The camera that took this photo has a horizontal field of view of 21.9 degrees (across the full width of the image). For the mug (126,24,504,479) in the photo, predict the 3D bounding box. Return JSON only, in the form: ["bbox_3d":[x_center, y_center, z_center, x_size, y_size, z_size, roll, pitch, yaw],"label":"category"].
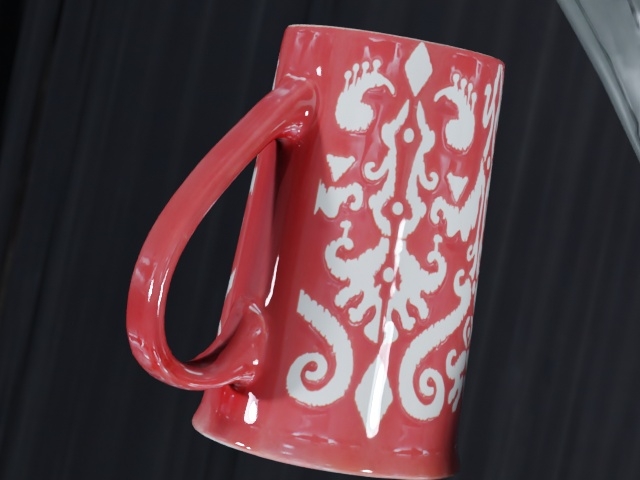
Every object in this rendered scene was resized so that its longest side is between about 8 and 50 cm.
[{"bbox_3d":[0.010,0.002,0.663,0.113,0.169,0.150,12,-177,25],"label":"mug"}]

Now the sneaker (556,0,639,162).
[{"bbox_3d":[0.095,-0.064,0.342,0.089,0.170,0.051,-31,177,30],"label":"sneaker"}]
